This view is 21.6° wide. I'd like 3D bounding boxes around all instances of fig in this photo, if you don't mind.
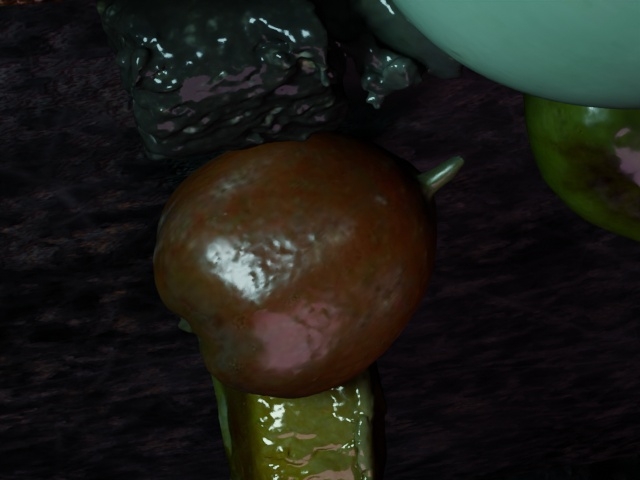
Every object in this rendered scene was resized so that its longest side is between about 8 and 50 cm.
[{"bbox_3d":[0.240,-0.102,1.149,0.203,0.203,0.225,-17,-162,14],"label":"fig"}]

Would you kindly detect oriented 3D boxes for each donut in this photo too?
[{"bbox_3d":[-0.021,0.157,1.499,0.160,0.330,0.330,-3,160,1],"label":"donut"}]

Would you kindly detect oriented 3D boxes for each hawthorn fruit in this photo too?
[{"bbox_3d":[0.000,0.000,1.265,0.251,0.199,0.199,-33,155,12],"label":"hawthorn fruit"}]

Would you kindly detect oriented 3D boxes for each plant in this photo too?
[{"bbox_3d":[-0.023,-0.124,0.964,0.203,0.142,0.131,-20,156,-13],"label":"plant"}]

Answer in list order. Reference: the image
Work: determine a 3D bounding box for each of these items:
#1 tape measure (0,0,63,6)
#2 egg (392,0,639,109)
[{"bbox_3d":[-0.160,-0.179,0.750,0.223,0.135,0.202,-1,166,-14],"label":"tape measure"},{"bbox_3d":[0.165,-0.203,0.659,0.276,0.276,0.389,3,153,-35],"label":"egg"}]
